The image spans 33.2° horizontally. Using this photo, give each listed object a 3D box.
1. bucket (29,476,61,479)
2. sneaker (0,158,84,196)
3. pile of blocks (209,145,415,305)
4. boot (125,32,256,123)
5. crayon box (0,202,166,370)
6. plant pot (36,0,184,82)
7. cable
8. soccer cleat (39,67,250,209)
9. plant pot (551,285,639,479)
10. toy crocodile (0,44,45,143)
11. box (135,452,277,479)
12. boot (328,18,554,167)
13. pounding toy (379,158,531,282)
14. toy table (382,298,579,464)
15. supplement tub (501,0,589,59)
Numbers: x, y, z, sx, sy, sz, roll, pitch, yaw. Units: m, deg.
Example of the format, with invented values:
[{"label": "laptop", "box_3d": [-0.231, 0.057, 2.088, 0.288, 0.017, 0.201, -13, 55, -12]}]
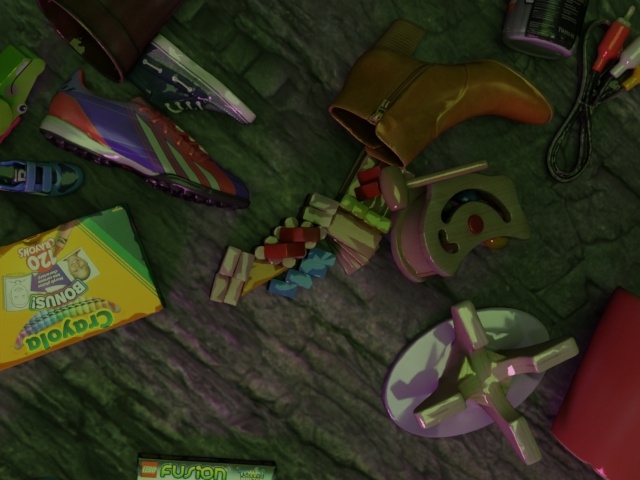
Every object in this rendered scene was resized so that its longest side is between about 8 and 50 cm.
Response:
[{"label": "bucket", "box_3d": [-0.404, 0.482, 1.490, 0.281, 0.183, 0.281, 0, 91, -8]}, {"label": "sneaker", "box_3d": [-0.413, -0.090, 1.544, 0.144, 0.059, 0.053, 0, 89, -9]}, {"label": "pile of blocks", "box_3d": [0.000, 0.000, 1.575, 0.362, 0.112, 0.149, -36, 95, -6]}, {"label": "boot", "box_3d": [-0.190, -0.212, 1.576, 0.190, 0.069, 0.086, 39, 93, 1]}, {"label": "crayon box", "box_3d": [-0.380, 0.069, 1.539, 0.278, 0.081, 0.165, -21, 93, -7]}, {"label": "plant pot", "box_3d": [-0.284, -0.339, 1.514, 0.167, 0.167, 0.165, 44, 78, -6]}, {"label": "cable", "box_3d": [0.422, -0.230, 1.651, 0.139, 0.072, 0.287, 36, 86, -1]}, {"label": "soccer cleat", "box_3d": [-0.238, -0.139, 1.548, 0.318, 0.108, 0.116, 23, 84, -5]}, {"label": "plant pot", "box_3d": [0.488, 0.240, 1.587, 0.275, 0.275, 0.243, 33, 96, -7]}, {"label": "toy crocodile", "box_3d": [-0.507, -0.133, 1.508, 0.340, 0.115, 0.105, -52, 137, -6]}, {"label": "box", "box_3d": [-0.172, 0.380, 1.594, 0.207, 0.036, 0.114, 6, 90, -8]}, {"label": "boot", "box_3d": [0.175, -0.183, 1.576, 0.295, 0.104, 0.211, 29, 66, 4]}, {"label": "pounding toy", "box_3d": [0.203, -0.025, 1.534, 0.270, 0.155, 0.154, 2, 80, -35]}, {"label": "toy table", "box_3d": [0.236, 0.203, 1.587, 0.274, 0.161, 0.252, -37, 95, -7]}, {"label": "supplement tub", "box_3d": [0.348, -0.378, 1.616, 0.117, 0.117, 0.190, 15, 88, -8]}]
